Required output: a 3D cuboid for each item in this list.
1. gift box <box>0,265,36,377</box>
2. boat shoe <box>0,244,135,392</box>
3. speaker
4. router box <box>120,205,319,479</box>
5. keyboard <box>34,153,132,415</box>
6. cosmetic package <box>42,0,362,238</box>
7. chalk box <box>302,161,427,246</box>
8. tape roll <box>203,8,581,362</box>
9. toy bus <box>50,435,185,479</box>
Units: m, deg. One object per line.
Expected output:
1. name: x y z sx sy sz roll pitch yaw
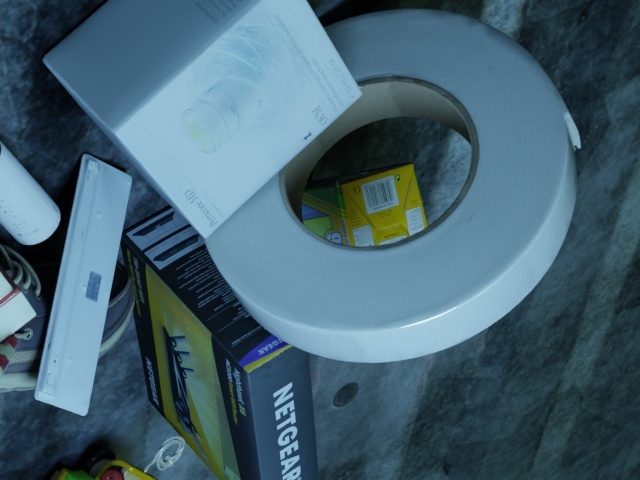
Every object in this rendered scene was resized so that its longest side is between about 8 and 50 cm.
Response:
1. gift box: -0.415 0.038 1.603 0.255 0.276 0.258 -35 147 -7
2. boat shoe: -0.324 0.073 1.859 0.355 0.132 0.130 -23 134 -41
3. speaker: -0.304 -0.050 1.819 0.055 0.055 0.136 -42 146 -5
4. router box: -0.108 0.145 2.073 0.081 0.243 0.309 -31 143 -22
5. keyboard: -0.236 0.043 1.887 0.072 0.014 0.256 31 63 -52
6. cosmetic package: -0.110 -0.159 1.842 0.225 0.138 0.224 -42 147 -3
7. chalk box: 0.000 0.000 2.091 0.132 0.213 0.132 -17 95 -44
8. tape roll: 0.068 -0.062 1.912 0.392 0.392 0.072 -41 146 -8
9. toy bus: -0.272 0.309 2.189 0.202 0.104 0.191 -24 135 -41
